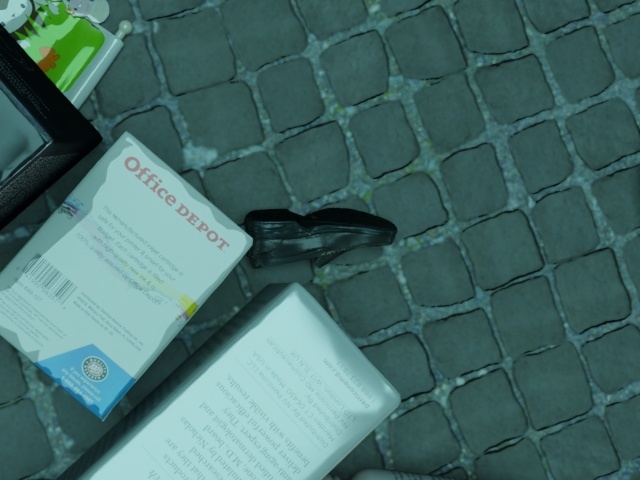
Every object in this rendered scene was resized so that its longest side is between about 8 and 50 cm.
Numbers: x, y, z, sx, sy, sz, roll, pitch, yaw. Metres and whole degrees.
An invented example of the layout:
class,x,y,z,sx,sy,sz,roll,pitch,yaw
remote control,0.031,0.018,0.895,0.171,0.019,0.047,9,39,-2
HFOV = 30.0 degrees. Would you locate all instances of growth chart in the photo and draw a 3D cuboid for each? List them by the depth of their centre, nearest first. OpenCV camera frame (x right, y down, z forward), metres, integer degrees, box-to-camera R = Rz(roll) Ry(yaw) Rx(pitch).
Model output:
class,x,y,z,sx,sy,sz,roll,pitch,yaw
growth chart,-0.341,-0.227,1.302,0.237,0.021,0.172,26,83,-6

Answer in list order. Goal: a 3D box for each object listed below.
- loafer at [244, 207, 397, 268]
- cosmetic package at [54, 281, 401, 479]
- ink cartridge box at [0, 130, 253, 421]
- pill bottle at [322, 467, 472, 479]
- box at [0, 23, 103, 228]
class,x,y,z,sx,sy,sz,roll,pitch,yaw
loafer,0.000,0.000,1.324,0.170,0.062,0.061,1,109,-4
cosmetic package,-0.150,0.248,1.198,0.453,0.230,0.161,-42,94,-7
ink cartridge box,-0.209,0.036,1.230,0.171,0.168,0.233,42,82,-4
pill bottle,0.102,0.327,1.262,0.283,0.160,0.161,9,86,-8
box,-0.387,-0.133,1.083,0.212,0.395,0.293,-41,96,1
